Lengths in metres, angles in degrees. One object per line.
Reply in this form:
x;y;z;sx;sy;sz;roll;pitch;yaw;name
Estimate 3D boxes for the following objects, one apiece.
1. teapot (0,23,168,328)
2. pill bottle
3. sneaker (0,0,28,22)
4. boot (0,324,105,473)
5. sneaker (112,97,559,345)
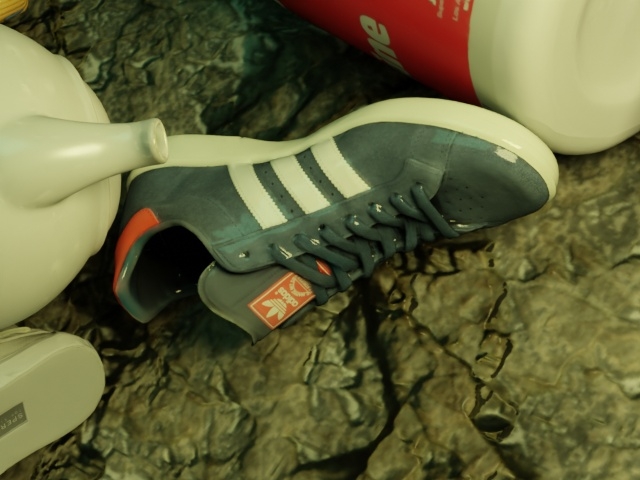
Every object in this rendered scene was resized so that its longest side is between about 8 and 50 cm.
-0.232;-0.054;1.208;0.187;0.253;0.256;-12;50;-25;teapot
0.084;-0.242;1.224;0.229;0.229;0.407;-47;51;-12;pill bottle
-0.408;-0.236;1.501;0.296;0.131;0.112;-13;17;22;sneaker
-0.287;0.131;1.179;0.123;0.095;0.258;12;25;40;boot
0.000;0.000;1.163;0.350;0.131;0.148;-7;51;33;sneaker
